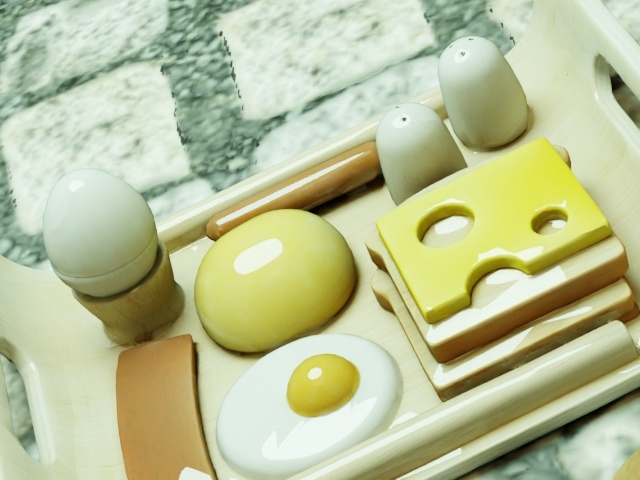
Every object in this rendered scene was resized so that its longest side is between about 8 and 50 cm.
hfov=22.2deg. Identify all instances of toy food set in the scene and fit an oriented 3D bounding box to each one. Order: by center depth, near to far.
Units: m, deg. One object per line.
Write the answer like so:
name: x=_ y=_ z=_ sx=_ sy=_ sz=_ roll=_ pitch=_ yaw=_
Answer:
toy food set: x=0.000 y=0.000 z=0.667 sx=0.306 sy=0.092 sz=0.220 roll=-26 pitch=38 yaw=1

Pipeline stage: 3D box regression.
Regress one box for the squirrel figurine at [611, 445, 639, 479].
squirrel figurine: x=0.279 y=0.084 z=0.244 sx=0.397 sy=0.281 sz=0.370 roll=-21 pitch=60 yaw=-13
